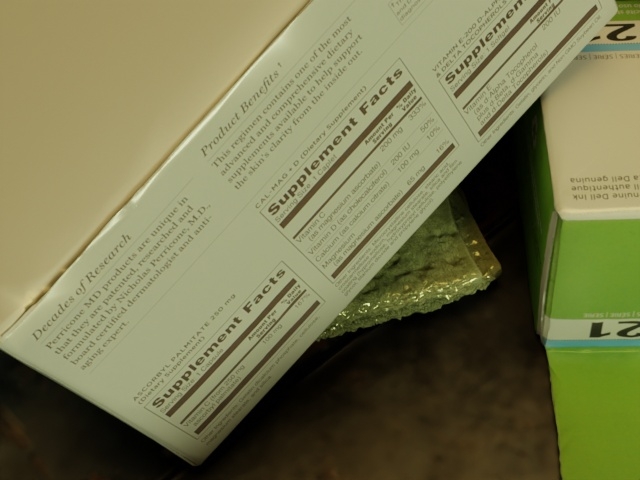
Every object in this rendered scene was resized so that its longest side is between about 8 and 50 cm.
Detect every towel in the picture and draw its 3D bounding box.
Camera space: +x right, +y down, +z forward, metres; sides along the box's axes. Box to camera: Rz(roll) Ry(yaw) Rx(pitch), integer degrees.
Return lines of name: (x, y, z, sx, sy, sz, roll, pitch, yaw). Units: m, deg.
towel: (0.000, 0.000, 0.611, 0.148, 0.027, 0.110, -15, 52, -9)

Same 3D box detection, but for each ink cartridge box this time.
ink cartridge box: (0.187, 0.016, 0.539, 0.188, 0.097, 0.255, -1, 48, 3)

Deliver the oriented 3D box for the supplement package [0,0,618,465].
supplement package: (-0.051, -0.084, 0.543, 0.262, 0.145, 0.204, -47, 54, -3)
